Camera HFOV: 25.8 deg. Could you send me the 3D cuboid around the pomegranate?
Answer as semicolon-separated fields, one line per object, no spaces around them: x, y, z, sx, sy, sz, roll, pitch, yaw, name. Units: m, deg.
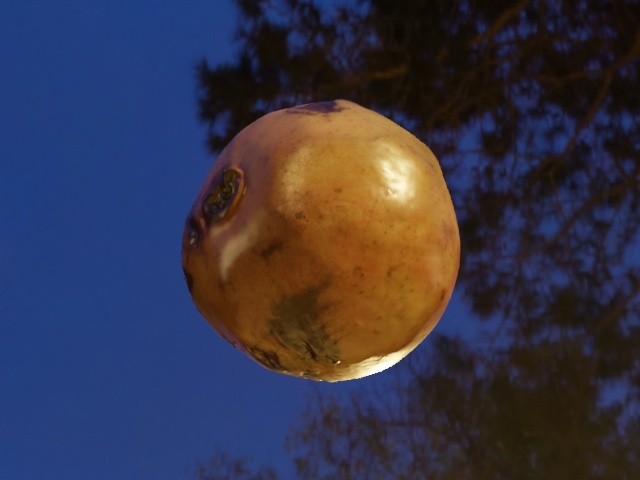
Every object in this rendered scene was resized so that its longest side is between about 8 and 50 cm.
0.000;0.000;1.509;0.322;0.322;0.322;2;-56;3;pomegranate
